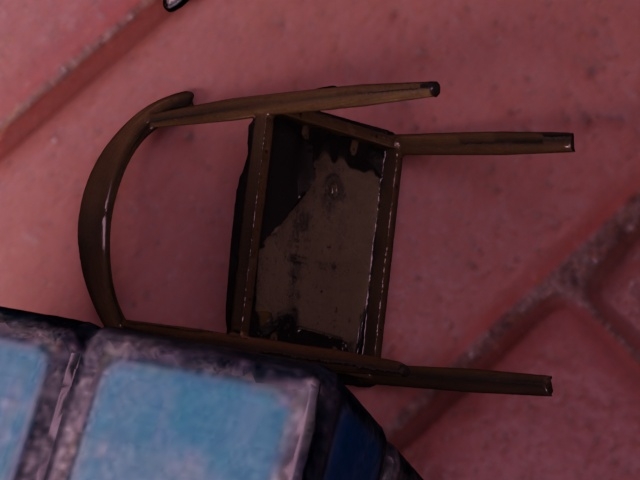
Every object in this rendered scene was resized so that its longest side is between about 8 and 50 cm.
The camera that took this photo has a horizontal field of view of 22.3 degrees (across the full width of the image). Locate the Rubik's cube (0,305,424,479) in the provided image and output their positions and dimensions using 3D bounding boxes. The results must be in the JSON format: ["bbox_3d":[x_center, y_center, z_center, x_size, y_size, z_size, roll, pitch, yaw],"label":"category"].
[{"bbox_3d":[-0.149,0.232,0.805,0.363,0.359,0.362,14,76,17],"label":"Rubik's cube"}]

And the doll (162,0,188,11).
[{"bbox_3d":[-0.039,-0.234,1.065,0.219,0.067,0.091,-33,91,-5],"label":"doll"}]

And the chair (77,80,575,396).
[{"bbox_3d":[0.000,0.000,1.004,0.272,0.166,0.188,2,82,39],"label":"chair"}]
